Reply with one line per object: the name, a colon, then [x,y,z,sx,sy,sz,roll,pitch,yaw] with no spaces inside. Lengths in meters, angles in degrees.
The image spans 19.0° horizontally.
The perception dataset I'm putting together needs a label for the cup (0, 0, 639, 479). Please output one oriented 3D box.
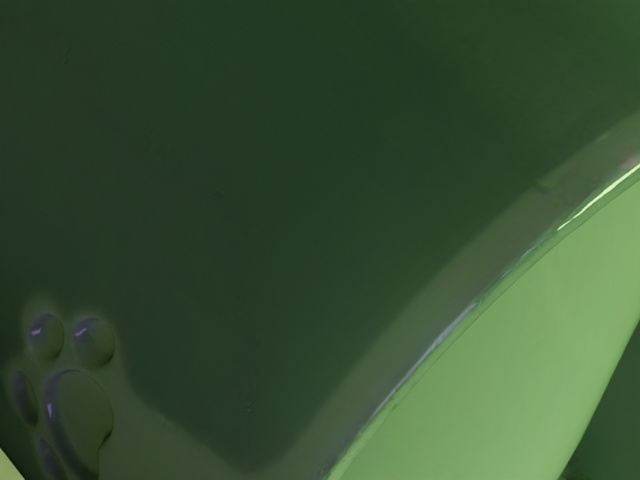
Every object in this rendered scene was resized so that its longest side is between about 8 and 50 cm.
cup: [0.000,0.000,0.652,0.259,0.274,0.356,-38,151,-13]
